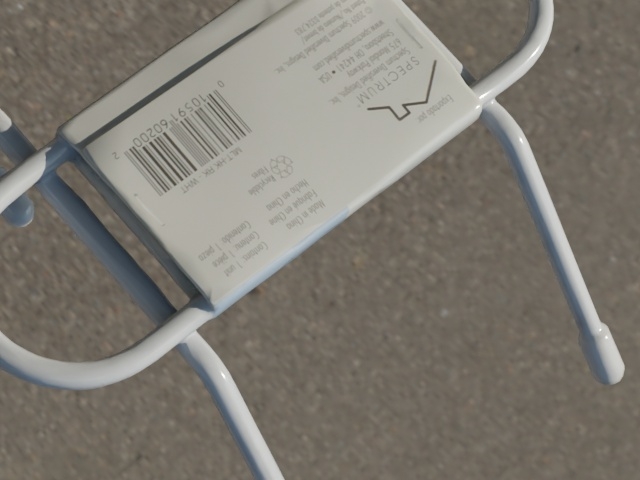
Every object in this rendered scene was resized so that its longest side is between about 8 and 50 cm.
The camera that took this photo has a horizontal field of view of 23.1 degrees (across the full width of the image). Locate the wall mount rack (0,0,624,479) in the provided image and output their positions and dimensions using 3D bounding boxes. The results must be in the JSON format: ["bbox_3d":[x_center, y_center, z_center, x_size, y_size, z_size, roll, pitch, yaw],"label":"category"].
[{"bbox_3d":[0.000,0.000,0.785,0.350,0.304,0.130,-37,170,-21],"label":"wall mount rack"}]
